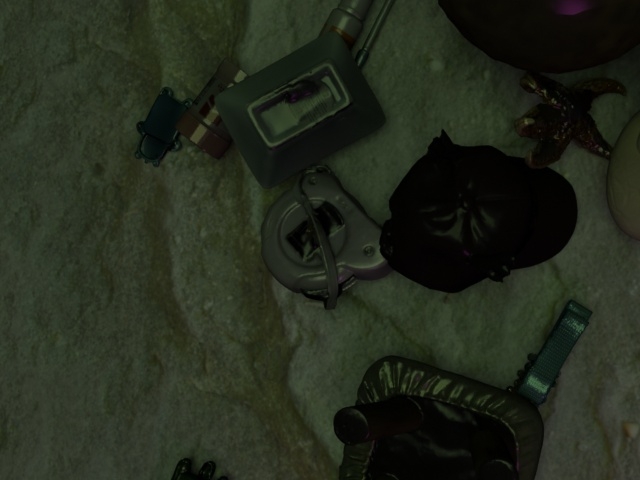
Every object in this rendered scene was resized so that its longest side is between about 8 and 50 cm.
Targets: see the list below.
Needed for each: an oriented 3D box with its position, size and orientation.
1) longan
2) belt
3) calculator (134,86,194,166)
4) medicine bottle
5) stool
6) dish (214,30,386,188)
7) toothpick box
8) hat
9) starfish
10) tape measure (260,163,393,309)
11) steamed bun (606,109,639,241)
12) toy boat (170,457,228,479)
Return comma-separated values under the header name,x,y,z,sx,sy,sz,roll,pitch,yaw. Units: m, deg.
name,x,y,z,sx,sy,sz,roll,pitch,yaw
longan,0.344,-0.436,1.396,0.391,0.391,0.391,-1,87,12
belt,0.374,0.183,1.536,0.065,0.100,0.179,33,79,12
calculator,-0.283,-0.201,1.710,0.094,0.019,0.141,29,95,12
medicine bottle,0.053,-0.359,1.630,0.092,0.061,0.220,28,94,-13
stool,0.161,0.371,1.464,0.310,0.226,0.310,15,103,16
dish,-0.033,-0.216,1.561,0.243,0.080,0.182,-30,93,-1
toothpick box,-0.170,-0.227,1.646,0.098,0.098,0.149,38,94,11
hat,0.268,-0.051,1.453,0.336,0.209,0.238,-7,83,-13
starfish,0.394,-0.193,1.508,0.238,0.071,0.216,-38,113,-21
tape measure,0.000,0.000,1.591,0.197,0.120,0.236,-42,72,-1
steamed bun,0.539,-0.105,1.463,0.177,0.131,0.228,9,91,-5
toy boat,-0.232,0.480,1.654,0.104,0.052,0.210,22,93,10
